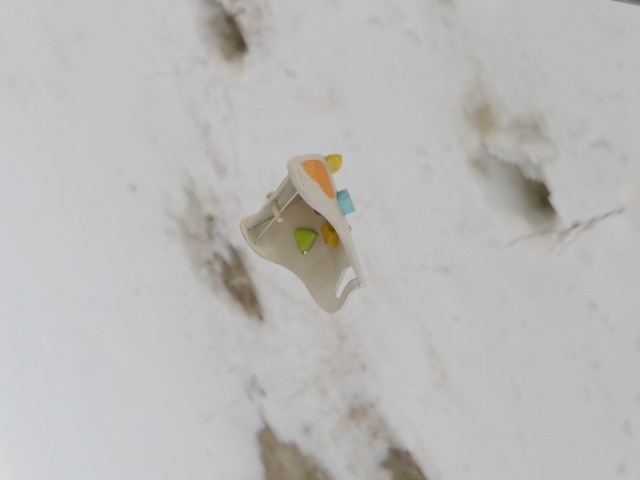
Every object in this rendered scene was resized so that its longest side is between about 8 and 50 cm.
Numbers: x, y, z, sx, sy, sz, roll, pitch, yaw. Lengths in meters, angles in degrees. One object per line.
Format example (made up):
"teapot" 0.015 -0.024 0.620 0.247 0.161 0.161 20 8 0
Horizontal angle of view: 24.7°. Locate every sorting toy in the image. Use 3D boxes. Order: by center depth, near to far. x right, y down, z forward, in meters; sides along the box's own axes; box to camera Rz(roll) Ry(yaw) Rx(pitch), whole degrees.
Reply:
"sorting toy" 0.000 0.000 0.799 0.075 0.044 0.083 65 151 13

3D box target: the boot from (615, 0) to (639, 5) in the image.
"boot" 0.187 -0.146 0.365 0.207 0.247 0.094 27 174 29
